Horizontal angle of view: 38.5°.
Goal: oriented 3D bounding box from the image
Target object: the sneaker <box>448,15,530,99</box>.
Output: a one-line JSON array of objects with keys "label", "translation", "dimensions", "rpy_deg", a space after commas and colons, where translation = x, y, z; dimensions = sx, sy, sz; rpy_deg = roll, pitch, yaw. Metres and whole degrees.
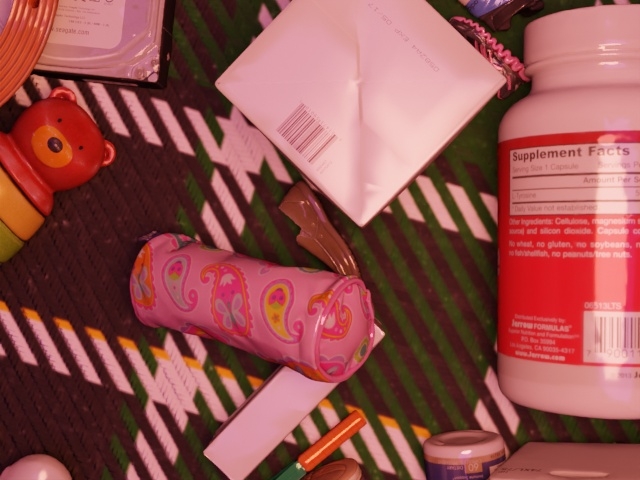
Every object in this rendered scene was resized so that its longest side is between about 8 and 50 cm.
[{"label": "sneaker", "translation": [0.191, -0.214, 1.084], "dimensions": [0.119, 0.047, 0.057], "rpy_deg": [43, 103, 3]}]

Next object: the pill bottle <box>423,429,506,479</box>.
[{"label": "pill bottle", "translation": [0.172, 0.312, 1.057], "dimensions": [0.094, 0.094, 0.170], "rpy_deg": [-6, 90, 3]}]

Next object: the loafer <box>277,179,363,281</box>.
[{"label": "loafer", "translation": [0.000, 0.000, 1.087], "dimensions": [0.050, 0.056, 0.148], "rpy_deg": [-32, 79, 3]}]

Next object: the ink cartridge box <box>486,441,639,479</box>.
[{"label": "ink cartridge box", "translation": [0.296, 0.370, 0.965], "dimensions": [0.198, 0.197, 0.270], "rpy_deg": [-6, 93, 30]}]

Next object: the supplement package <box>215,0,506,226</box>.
[{"label": "supplement package", "translation": [0.043, -0.147, 0.977], "dimensions": [0.199, 0.262, 0.198], "rpy_deg": [44, 92, 2]}]

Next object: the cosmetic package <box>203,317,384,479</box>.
[{"label": "cosmetic package", "translation": [-0.028, 0.170, 1.064], "dimensions": [0.060, 0.099, 0.239], "rpy_deg": [44, 93, 2]}]

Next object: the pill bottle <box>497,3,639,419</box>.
[{"label": "pill bottle", "translation": [0.305, -0.030, 0.984], "dimensions": [0.228, 0.229, 0.408], "rpy_deg": [0, 90, 3]}]

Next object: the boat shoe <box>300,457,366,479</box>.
[{"label": "boat shoe", "translation": [-0.046, 0.368, 1.068], "dimensions": [0.285, 0.103, 0.092], "rpy_deg": [-42, 94, 6]}]

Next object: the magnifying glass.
[{"label": "magnifying glass", "translation": [-0.040, 0.282, 1.079], "dimensions": [0.231, 0.092, 0.026], "rpy_deg": [-40, 85, -8]}]

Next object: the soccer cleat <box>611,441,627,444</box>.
[{"label": "soccer cleat", "translation": [0.390, 0.313, 1.063], "dimensions": [0.072, 0.060, 0.179], "rpy_deg": [-21, 84, -3]}]

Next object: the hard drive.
[{"label": "hard drive", "translation": [-0.285, -0.362, 1.093], "dimensions": [0.236, 0.064, 0.339], "rpy_deg": [7, 90, 2]}]

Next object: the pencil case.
[{"label": "pencil case", "translation": [-0.080, 0.066, 1.003], "dimensions": [0.284, 0.124, 0.124], "rpy_deg": [13, 91, 35]}]

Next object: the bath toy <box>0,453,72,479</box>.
[{"label": "bath toy", "translation": [-0.465, 0.287, 1.071], "dimensions": [0.348, 0.129, 0.152], "rpy_deg": [17, 125, 3]}]

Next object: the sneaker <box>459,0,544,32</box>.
[{"label": "sneaker", "translation": [0.240, -0.310, 1.071], "dimensions": [0.152, 0.058, 0.084], "rpy_deg": [-45, 91, -1]}]

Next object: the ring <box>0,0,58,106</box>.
[{"label": "ring", "translation": [-0.429, -0.292, 1.063], "dimensions": [0.336, 0.032, 0.337], "rpy_deg": [0, 89, 24]}]

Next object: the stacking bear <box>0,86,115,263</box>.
[{"label": "stacking bear", "translation": [-0.379, -0.057, 1.052], "dimensions": [0.289, 0.164, 0.175], "rpy_deg": [-36, 97, -9]}]
